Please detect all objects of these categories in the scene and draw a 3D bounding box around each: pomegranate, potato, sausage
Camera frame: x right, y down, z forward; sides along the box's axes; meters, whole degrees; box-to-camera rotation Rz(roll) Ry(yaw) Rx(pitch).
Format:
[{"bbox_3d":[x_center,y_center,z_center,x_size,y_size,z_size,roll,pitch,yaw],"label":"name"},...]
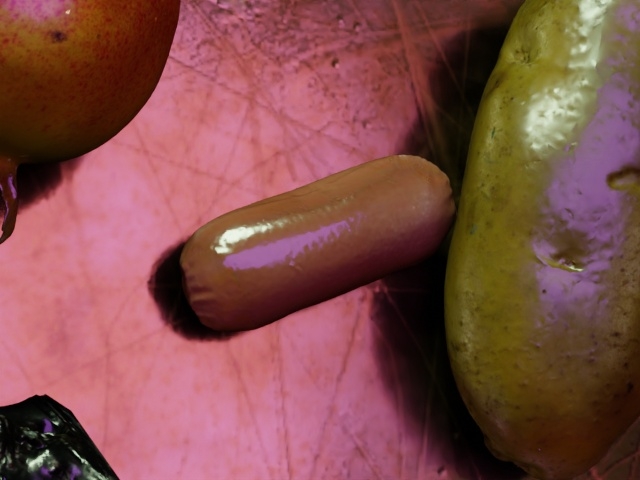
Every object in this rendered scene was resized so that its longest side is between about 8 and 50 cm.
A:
[{"bbox_3d":[-0.192,-0.127,1.156,0.221,0.221,0.257,9,85,-17],"label":"pomegranate"},{"bbox_3d":[0.184,-0.027,1.299,0.176,0.195,0.369,16,79,26],"label":"potato"},{"bbox_3d":[0.000,0.000,1.268,0.194,0.077,0.077,-22,88,-21],"label":"sausage"}]

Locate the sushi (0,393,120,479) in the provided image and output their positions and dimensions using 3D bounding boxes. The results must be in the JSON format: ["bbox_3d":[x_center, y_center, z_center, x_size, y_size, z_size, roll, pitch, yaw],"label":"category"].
[{"bbox_3d":[-0.228,0.157,1.124,0.150,0.153,0.172,38,91,-30],"label":"sushi"}]
